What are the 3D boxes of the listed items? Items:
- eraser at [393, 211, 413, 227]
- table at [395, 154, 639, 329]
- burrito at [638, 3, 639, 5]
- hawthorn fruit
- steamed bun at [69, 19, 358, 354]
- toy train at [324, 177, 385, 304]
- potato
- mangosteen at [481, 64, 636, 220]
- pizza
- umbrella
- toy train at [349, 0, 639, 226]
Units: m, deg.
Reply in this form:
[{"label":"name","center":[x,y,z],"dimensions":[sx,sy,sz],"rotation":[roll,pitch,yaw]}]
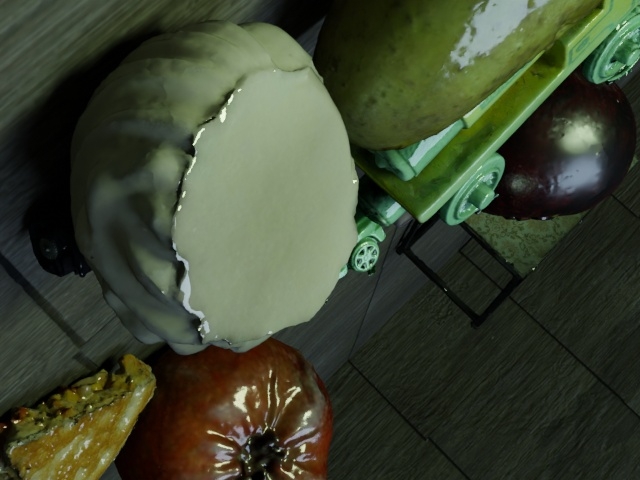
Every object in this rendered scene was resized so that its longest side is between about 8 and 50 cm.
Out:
[{"label":"eraser","center":[0.183,-0.110,1.268],"dimensions":[0.243,0.059,0.204],"rotation":[-39,-179,-13]},{"label":"table","center":[0.351,-0.059,1.686],"dimensions":[0.335,0.222,0.272],"rotation":[-41,168,-22]},{"label":"burrito","center":[0.341,-0.294,1.121],"dimensions":[0.139,0.101,0.445],"rotation":[-47,170,-5]},{"label":"hawthorn fruit","center":[-0.118,0.208,1.004],"dimensions":[0.242,0.242,0.272],"rotation":[-42,-161,-21]},{"label":"steamed bun","center":[-0.063,-0.026,0.496],"dimensions":[0.183,0.106,0.182],"rotation":[-19,115,-48]},{"label":"toy train","center":[0.000,0.000,0.964],"dimensions":[0.149,0.099,0.081],"rotation":[-35,133,-17]},{"label":"potato","center":[0.106,-0.179,0.575],"dimensions":[0.298,0.141,0.176],"rotation":[-39,163,10]},{"label":"mangosteen","center":[0.248,-0.153,1.067],"dimensions":[0.235,0.236,0.261],"rotation":[-8,102,-73]},{"label":"pizza","center":[-0.230,0.169,0.782],"dimensions":[0.188,0.062,0.199],"rotation":[-57,164,-8]},{"label":"umbrella","center":[-0.102,-0.030,0.577],"dimensions":[0.050,0.046,0.188],"rotation":[-31,-176,41]},{"label":"toy train","center":[0.162,-0.163,0.836],"dimensions":[0.369,0.150,0.237],"rotation":[-46,161,1]}]
